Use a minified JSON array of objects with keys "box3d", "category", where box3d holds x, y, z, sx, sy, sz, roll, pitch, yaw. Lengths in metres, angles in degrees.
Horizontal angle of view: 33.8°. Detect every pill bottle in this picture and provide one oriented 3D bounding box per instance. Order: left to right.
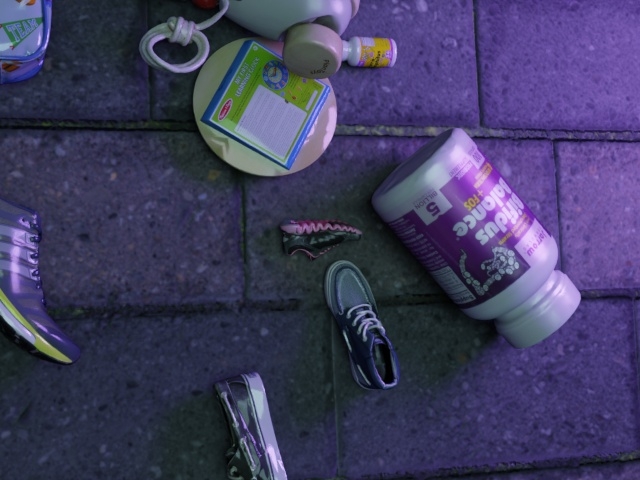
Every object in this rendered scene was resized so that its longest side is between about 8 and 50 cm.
[{"box3d":[0.065,-0.273,1.527,0.083,0.043,0.043,-1,85,-18],"category":"pill bottle"},{"box3d":[0.226,0.003,1.487,0.169,0.169,0.301,-44,98,-17],"category":"pill bottle"}]

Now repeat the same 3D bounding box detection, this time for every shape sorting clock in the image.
[{"box3d":[-0.077,-0.187,1.473,0.206,0.040,0.206,4,77,-19],"category":"shape sorting clock"}]

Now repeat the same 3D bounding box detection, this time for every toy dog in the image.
[{"box3d":[-0.084,-0.346,1.410,0.334,0.161,0.220,0,60,-21],"category":"toy dog"}]

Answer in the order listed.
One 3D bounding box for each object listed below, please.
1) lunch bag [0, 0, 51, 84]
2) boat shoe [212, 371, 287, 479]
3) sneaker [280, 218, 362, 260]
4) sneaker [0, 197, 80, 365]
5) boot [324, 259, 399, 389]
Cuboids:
[{"box3d":[-0.481,-0.323,1.320,0.303,0.115,0.243,-2,83,-17],"category":"lunch bag"},{"box3d":[-0.094,0.289,1.407,0.070,0.078,0.219,-12,80,-20],"category":"boat shoe"},{"box3d":[0.000,0.000,1.484,0.119,0.047,0.057,1,101,-15],"category":"sneaker"},{"box3d":[-0.387,0.026,1.320,0.121,0.111,0.300,-38,99,-22],"category":"sneaker"},{"box3d":[0.064,0.116,1.465,0.069,0.086,0.190,-19,91,-19],"category":"boot"}]
